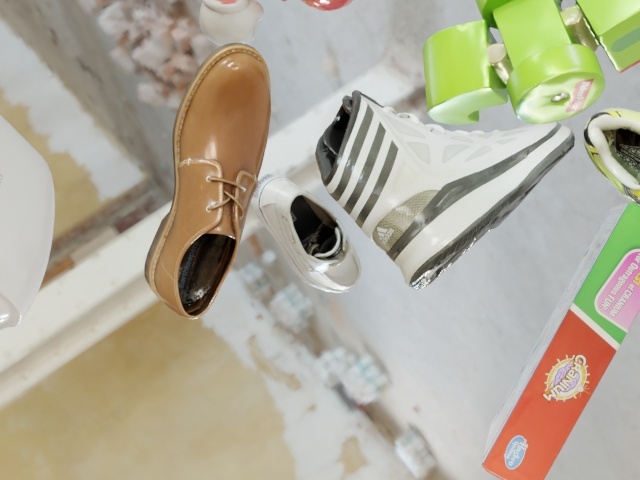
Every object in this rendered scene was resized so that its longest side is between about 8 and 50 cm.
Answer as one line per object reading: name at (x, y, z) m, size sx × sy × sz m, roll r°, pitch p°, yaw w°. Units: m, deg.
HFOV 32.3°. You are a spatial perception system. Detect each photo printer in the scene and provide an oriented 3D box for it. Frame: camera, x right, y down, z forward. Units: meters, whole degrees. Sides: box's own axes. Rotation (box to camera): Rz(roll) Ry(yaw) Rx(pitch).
photo printer at (-0.434, -0.054, 1.311) m, size 0.307 × 0.107 × 0.256 m, roll 52°, pitch -152°, yaw -44°

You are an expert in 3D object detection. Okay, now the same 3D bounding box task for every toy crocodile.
toy crocodile at (0.223, -0.170, 0.786) m, size 0.105 × 0.341 × 0.115 m, roll 30°, pitch -141°, yaw -56°

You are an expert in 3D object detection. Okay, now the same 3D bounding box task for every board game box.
board game box at (0.288, 0.110, 1.242) m, size 0.064 × 0.316 × 0.242 m, roll 29°, pitch -174°, yaw 9°

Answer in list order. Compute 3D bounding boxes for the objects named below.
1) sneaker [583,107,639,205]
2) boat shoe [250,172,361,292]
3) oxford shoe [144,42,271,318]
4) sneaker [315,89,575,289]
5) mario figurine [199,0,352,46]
sneaker at (0.511, -0.053, 1.510) m, size 0.385 × 0.145 × 0.147 m, roll 36°, pitch -164°, yaw 29°
boat shoe at (0.000, 0.000, 1.620) m, size 0.088 × 0.096 × 0.267 m, roll 26°, pitch 159°, yaw 44°
oxford shoe at (-0.073, -0.040, 0.828) m, size 0.076 × 0.076 × 0.212 m, roll 41°, pitch 120°, yaw 60°
sneaker at (0.163, -0.131, 1.477) m, size 0.257 × 0.447 × 0.169 m, roll 45°, pitch 129°, yaw 9°
mario figurine at (-0.092, -0.308, 0.998) m, size 0.321 × 0.198 × 0.170 m, roll 28°, pitch -152°, yaw -34°
